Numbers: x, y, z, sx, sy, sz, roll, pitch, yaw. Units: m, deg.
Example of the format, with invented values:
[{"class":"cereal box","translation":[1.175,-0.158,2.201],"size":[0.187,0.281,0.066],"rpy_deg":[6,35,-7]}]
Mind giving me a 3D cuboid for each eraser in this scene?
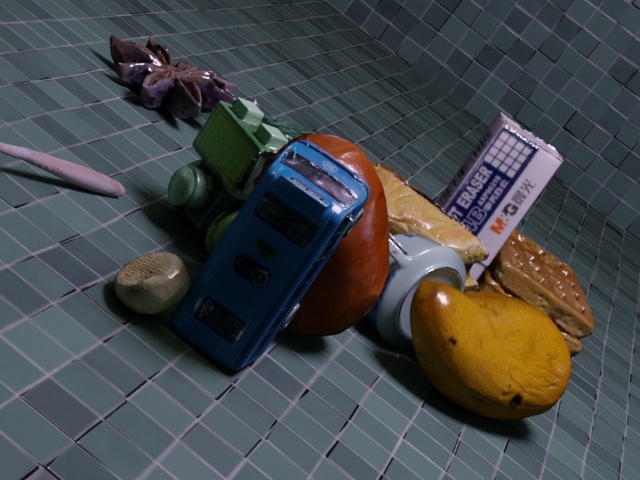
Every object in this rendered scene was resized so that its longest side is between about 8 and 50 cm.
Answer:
[{"class":"eraser","translation":[0.271,-0.058,2.303],"size":[0.130,0.287,0.086],"rpy_deg":[33,14,-10]}]

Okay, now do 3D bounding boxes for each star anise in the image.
[{"class":"star anise","translation":[-0.220,-0.242,2.169],"size":[0.262,0.081,0.230],"rpy_deg":[27,16,7]}]

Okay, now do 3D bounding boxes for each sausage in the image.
[{"class":"sausage","translation":[0.001,-0.001,1.688],"size":[0.141,0.268,0.153],"rpy_deg":[-24,40,-25]}]

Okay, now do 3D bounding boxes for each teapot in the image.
[{"class":"teapot","translation":[0.108,0.053,1.935],"size":[0.159,0.159,0.232],"rpy_deg":[53,-6,44]}]

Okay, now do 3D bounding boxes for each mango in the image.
[{"class":"mango","translation":[0.223,0.151,1.887],"size":[0.295,0.120,0.177],"rpy_deg":[21,64,-32]}]

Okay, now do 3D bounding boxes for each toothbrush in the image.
[{"class":"toothbrush","translation":[-0.329,-0.095,1.617],"size":[0.029,0.025,0.307],"rpy_deg":[43,11,31]}]

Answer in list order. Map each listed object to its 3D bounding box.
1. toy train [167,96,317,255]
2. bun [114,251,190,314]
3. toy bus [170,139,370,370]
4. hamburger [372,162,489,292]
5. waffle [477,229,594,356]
[{"class":"toy train","translation":[-0.067,-0.062,1.814],"size":[0.272,0.188,0.159],"rpy_deg":[17,24,-43]},{"class":"bun","translation":[-0.181,0.052,1.503],"size":[0.086,0.086,0.054],"rpy_deg":[-101,176,-66]},{"class":"toy bus","translation":[-0.056,0.017,1.528],"size":[0.113,0.246,0.134],"rpy_deg":[36,19,5]},{"class":"hamburger","translation":[0.141,0.001,2.205],"size":[0.262,0.124,0.131],"rpy_deg":[38,35,20]},{"class":"waffle","translation":[0.371,0.073,2.487],"size":[0.224,0.098,0.327],"rpy_deg":[36,18,-9]}]
